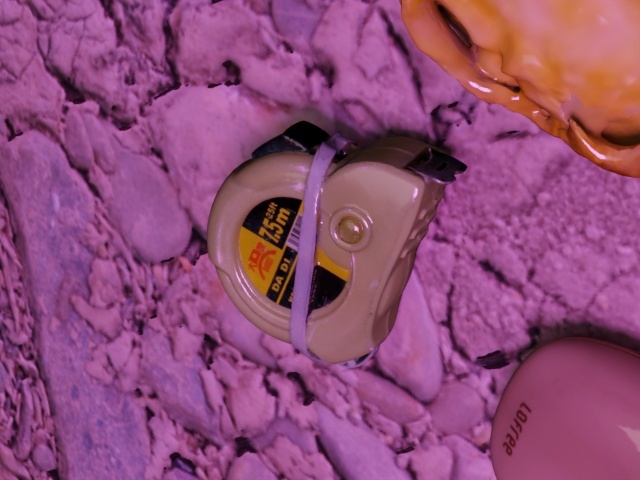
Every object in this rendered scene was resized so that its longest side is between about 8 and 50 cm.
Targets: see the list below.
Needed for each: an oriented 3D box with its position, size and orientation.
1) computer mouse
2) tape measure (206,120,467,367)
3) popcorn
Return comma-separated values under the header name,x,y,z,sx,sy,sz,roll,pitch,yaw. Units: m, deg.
name,x,y,z,sx,sy,sz,roll,pitch,yaw
computer mouse,0.208,0.155,0.708,0.236,0.082,0.145,33,118,24
tape measure,0.000,0.000,0.802,0.154,0.087,0.177,25,118,14
popcorn,0.158,-0.157,0.592,0.250,0.190,0.250,7,105,26
